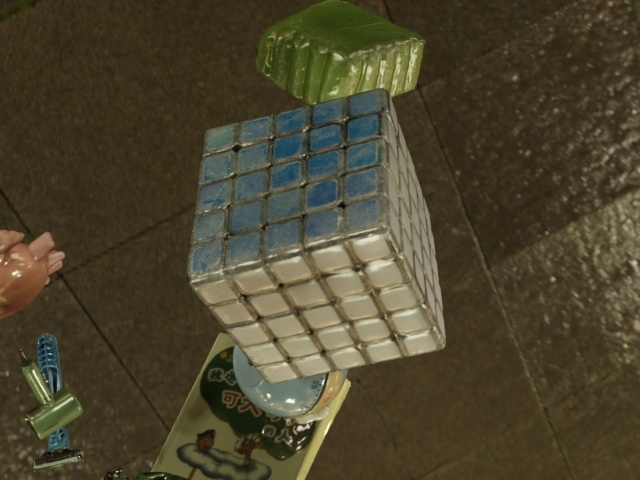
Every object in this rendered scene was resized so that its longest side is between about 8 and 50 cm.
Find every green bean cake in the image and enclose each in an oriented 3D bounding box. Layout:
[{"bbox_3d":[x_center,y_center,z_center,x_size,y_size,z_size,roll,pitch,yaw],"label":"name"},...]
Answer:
[{"bbox_3d":[0.029,-0.314,1.636,0.248,0.222,0.124,-24,136,-44],"label":"green bean cake"}]

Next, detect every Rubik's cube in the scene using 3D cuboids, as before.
[{"bbox_3d":[0.000,0.000,1.127,0.237,0.236,0.238,-12,137,16],"label":"Rubik's cube"}]

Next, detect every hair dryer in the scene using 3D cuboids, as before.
[{"bbox_3d":[-0.383,0.202,1.315,0.071,0.047,0.150,-34,132,-25],"label":"hair dryer"}]

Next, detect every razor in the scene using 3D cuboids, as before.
[{"bbox_3d":[-0.453,0.269,1.624,0.082,0.253,0.042,-15,146,-4],"label":"razor"}]

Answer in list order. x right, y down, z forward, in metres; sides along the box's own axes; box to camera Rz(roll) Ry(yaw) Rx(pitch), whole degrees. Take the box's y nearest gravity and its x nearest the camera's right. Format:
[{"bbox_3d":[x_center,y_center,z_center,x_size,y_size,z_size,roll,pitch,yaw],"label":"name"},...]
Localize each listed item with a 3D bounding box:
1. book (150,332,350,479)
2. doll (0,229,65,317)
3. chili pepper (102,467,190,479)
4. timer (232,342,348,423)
[{"bbox_3d":[-0.138,0.348,1.549,0.370,0.260,0.043,-65,150,-18],"label":"book"},{"bbox_3d":[-0.476,0.057,1.406,0.211,0.093,0.262,-20,161,-26],"label":"doll"},{"bbox_3d":[-0.267,0.368,0.938,0.213,0.167,0.385,25,120,-40],"label":"chili pepper"},{"bbox_3d":[-0.004,0.182,1.327,0.255,0.175,0.175,32,103,-32],"label":"timer"}]
